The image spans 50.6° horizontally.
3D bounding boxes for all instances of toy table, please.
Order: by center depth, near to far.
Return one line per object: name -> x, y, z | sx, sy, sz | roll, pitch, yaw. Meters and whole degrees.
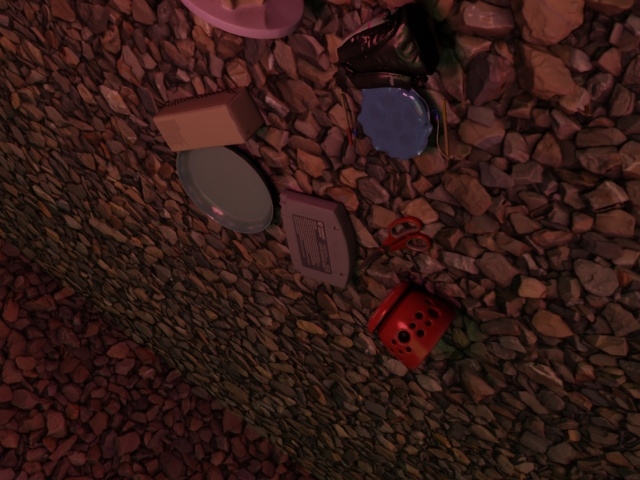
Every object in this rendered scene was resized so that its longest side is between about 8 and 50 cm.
toy table -> -0.154, -0.507, 1.265 | 0.274, 0.252, 0.161 | 15, 158, -2

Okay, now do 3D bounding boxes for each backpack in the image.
backpack -> 0.126, -0.360, 1.289 | 0.182, 0.115, 0.152 | -6, 115, 43

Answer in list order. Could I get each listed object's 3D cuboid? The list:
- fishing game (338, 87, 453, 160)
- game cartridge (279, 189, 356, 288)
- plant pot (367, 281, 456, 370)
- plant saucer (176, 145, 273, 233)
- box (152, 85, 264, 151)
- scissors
fishing game -> 0.158, -0.261, 1.435 | 0.264, 0.041, 0.189 | 11, 129, 38
game cartridge -> 0.000, 0.000, 1.831 | 0.196, 0.060, 0.294 | 19, 140, 27
plant pot -> 0.233, 0.214, 1.771 | 0.174, 0.191, 0.191 | 39, 144, 11
plant saucer -> -0.258, -0.153, 1.877 | 0.317, 0.044, 0.318 | 21, 140, 19
box -> -0.283, -0.300, 1.695 | 0.275, 0.094, 0.113 | 1, 131, 37
scissors -> 0.164, 0.010, 1.741 | 0.109, 0.021, 0.297 | 47, 143, -19
